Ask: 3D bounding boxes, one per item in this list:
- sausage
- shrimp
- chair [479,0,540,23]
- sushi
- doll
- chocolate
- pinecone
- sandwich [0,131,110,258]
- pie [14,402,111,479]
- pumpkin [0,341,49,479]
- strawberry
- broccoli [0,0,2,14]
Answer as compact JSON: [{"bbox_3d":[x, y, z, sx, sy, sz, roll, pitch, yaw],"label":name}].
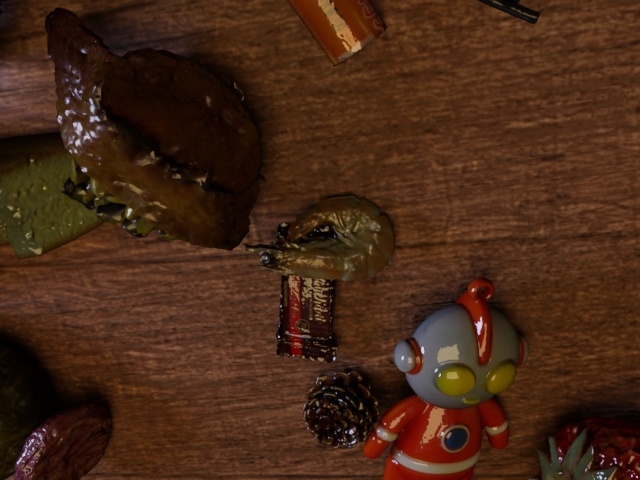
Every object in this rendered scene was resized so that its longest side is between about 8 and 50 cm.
[{"bbox_3d":[-0.026,-0.292,0.836,0.071,0.071,0.234,-32,106,20],"label":"sausage"},{"bbox_3d":[0.000,0.000,0.954,0.180,0.041,0.099,-4,94,-9],"label":"shrimp"},{"bbox_3d":[0.103,-0.322,0.760,0.260,0.154,0.141,22,114,-4],"label":"chair"},{"bbox_3d":[-0.183,-0.107,0.894,0.296,0.167,0.179,33,157,-33],"label":"sushi"},{"bbox_3d":[0.163,0.192,1.001,0.199,0.105,0.337,2,117,-18],"label":"doll"},{"bbox_3d":[-0.015,0.066,1.017,0.086,0.028,0.183,3,111,10],"label":"chocolate"},{"bbox_3d":[0.027,0.213,1.032,0.102,0.109,0.102,0,91,1],"label":"pinecone"},{"bbox_3d":[-0.344,-0.057,0.956,0.235,0.128,0.122,-8,120,12],"label":"sandwich"},{"bbox_3d":[-0.340,0.280,1.103,0.036,0.154,0.155,35,118,25],"label":"pie"},{"bbox_3d":[-0.469,0.233,1.083,0.218,0.162,0.219,2,110,5],"label":"pumpkin"},{"bbox_3d":[0.395,0.315,0.996,0.244,0.205,0.205,7,116,-17],"label":"strawberry"},{"bbox_3d":[-0.474,-0.236,0.857,0.269,0.254,0.269,-4,81,30],"label":"broccoli"}]
